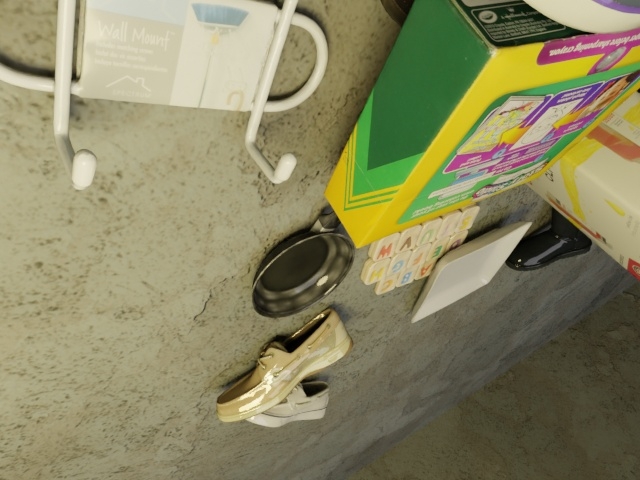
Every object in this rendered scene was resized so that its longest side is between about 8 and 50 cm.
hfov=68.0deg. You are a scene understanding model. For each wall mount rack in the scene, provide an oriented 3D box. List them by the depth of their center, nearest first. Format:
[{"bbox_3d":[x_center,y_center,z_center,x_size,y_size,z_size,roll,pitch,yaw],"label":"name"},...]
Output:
[{"bbox_3d":[-0.089,-0.186,0.392,0.350,0.130,0.304,-7,136,-38],"label":"wall mount rack"}]

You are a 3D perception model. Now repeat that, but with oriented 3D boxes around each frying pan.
[{"bbox_3d":[-0.026,0.011,0.748,0.198,0.053,0.326,-21,142,-23],"label":"frying pan"}]

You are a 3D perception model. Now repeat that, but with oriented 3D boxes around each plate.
[{"bbox_3d":[0.350,0.072,1.155,0.278,0.045,0.277,-23,150,-22],"label":"plate"}]

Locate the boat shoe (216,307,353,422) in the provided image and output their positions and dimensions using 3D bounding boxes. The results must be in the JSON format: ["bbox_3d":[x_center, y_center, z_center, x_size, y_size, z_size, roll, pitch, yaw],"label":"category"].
[{"bbox_3d":[-0.081,0.242,0.940,0.303,0.109,0.098,-30,106,-12],"label":"boat shoe"}]

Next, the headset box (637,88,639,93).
[{"bbox_3d":[0.779,-0.380,0.967,0.247,0.131,0.282,-17,141,-29],"label":"headset box"}]

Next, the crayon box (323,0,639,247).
[{"bbox_3d":[0.215,-0.156,0.566,0.363,0.106,0.313,-20,160,-26],"label":"crayon box"}]

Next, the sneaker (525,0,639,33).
[{"bbox_3d":[0.309,-0.273,0.330,0.323,0.130,0.236,-2,157,-19],"label":"sneaker"}]

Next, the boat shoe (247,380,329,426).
[{"bbox_3d":[-0.072,0.363,1.089,0.268,0.096,0.088,17,90,-44],"label":"boat shoe"}]

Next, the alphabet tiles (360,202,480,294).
[{"bbox_3d":[0.213,0.004,0.991,0.284,0.021,0.277,-17,141,-29],"label":"alphabet tiles"}]

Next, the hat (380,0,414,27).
[{"bbox_3d":[0.190,-0.349,0.435,0.332,0.133,0.331,-15,164,-4],"label":"hat"}]

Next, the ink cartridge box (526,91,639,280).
[{"bbox_3d":[0.528,-0.104,0.835,0.160,0.384,0.279,-41,146,9],"label":"ink cartridge box"}]

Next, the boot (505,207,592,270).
[{"bbox_3d":[0.608,-0.039,1.247,0.247,0.094,0.207,-15,127,0],"label":"boot"}]
